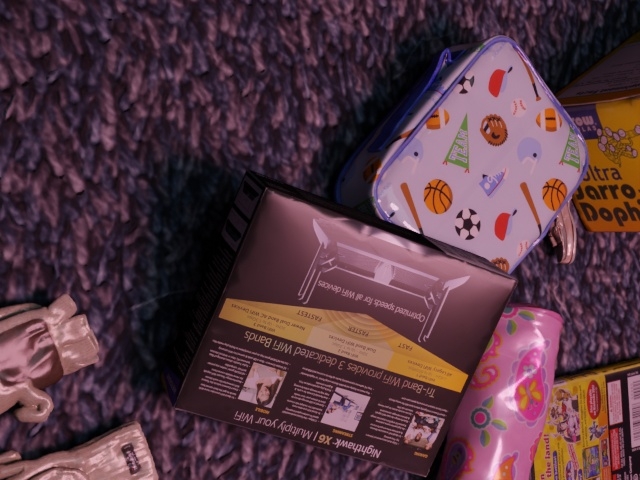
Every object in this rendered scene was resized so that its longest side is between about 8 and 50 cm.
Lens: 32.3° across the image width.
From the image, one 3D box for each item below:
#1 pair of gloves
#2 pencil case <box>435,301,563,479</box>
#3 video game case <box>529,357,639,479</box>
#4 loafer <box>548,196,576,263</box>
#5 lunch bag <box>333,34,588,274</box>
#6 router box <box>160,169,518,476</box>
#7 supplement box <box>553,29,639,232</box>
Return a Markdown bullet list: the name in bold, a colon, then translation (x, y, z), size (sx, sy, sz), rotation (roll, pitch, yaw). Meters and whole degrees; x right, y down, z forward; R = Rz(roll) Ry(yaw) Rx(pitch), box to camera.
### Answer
- **pair of gloves**: translation (-0.282, 0.183, 1.059), size (0.204, 0.042, 0.240), rotation (-33, 109, -31)
- **pencil case**: translation (0.210, 0.208, 1.329), size (0.124, 0.124, 0.284), rotation (18, 80, -31)
- **video game case**: translation (0.360, 0.310, 1.469), size (0.248, 0.035, 0.275), rotation (-7, 95, -32)
- **loafer**: translation (0.303, -0.031, 1.432), size (0.039, 0.045, 0.125), rotation (-1, 84, -15)
- **lunch bag**: translation (0.168, -0.087, 1.302), size (0.243, 0.115, 0.303), rotation (47, 68, -21)
- **router box**: translation (0.021, 0.093, 1.161), size (0.309, 0.081, 0.243), rotation (20, 99, -23)
- **supplement box**: translation (0.493, -0.182, 1.456), size (0.356, 0.194, 0.195), rotation (-36, 109, -26)
